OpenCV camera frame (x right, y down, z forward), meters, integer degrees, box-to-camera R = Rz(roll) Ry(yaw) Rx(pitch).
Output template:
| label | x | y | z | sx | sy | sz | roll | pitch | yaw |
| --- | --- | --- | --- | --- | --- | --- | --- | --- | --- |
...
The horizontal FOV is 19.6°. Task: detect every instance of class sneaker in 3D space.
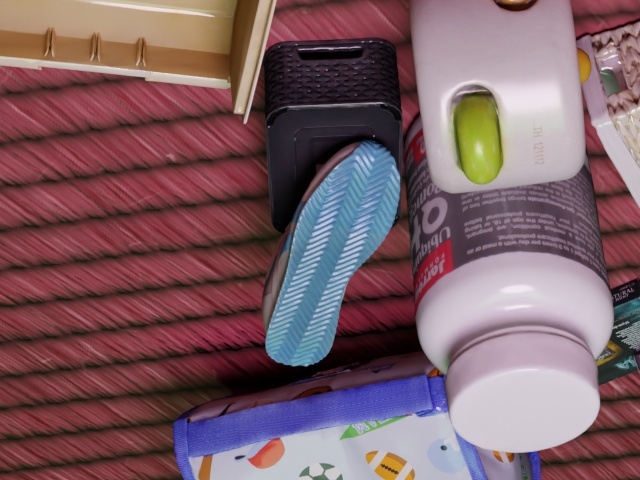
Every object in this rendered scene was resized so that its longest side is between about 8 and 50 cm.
| label | x | y | z | sx | sy | sz | roll | pitch | yaw |
| --- | --- | --- | --- | --- | --- | --- | --- | --- | --- |
| sneaker | 0.000 | 0.000 | 1.688 | 0.087 | 0.092 | 0.228 | 16 | 118 | -19 |

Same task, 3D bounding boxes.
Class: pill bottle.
| label | x | y | z | sx | sy | sz | roll | pitch | yaw |
| --- | --- | --- | --- | --- | --- | --- | --- | --- | --- |
| pill bottle | 0.170 | 0.025 | 1.671 | 0.176 | 0.318 | 0.176 | -1 | 140 | -1 |

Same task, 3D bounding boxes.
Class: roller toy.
| label | x | y | z | sx | sy | sz | roll | pitch | yaw |
| --- | --- | --- | --- | --- | --- | --- | --- | --- | --- |
| roller toy | 0.156 | -0.143 | 1.567 | 0.146 | 0.209 | 0.191 | -7 | 171 | 5 |

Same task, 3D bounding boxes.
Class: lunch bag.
| label | x | y | z | sx | sy | sz | roll | pitch | yaw |
| --- | --- | --- | --- | --- | --- | --- | --- | --- | --- |
| lunch bag | 0.054 | 0.256 | 2.022 | 0.328 | 0.239 | 0.385 | -13 | 147 | 16 |

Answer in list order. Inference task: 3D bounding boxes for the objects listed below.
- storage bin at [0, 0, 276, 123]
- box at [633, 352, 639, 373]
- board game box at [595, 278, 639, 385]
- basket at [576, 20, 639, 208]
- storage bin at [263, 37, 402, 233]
| label | x | y | z | sx | sy | sz | roll | pitch | yaw |
| --- | --- | --- | --- | --- | --- | --- | --- | --- | --- |
| storage bin | -0.173 | -0.222 | 1.500 | 0.262 | 0.123 | 0.260 | 5 | 140 | -10 |
| box | 0.455 | 0.112 | 1.994 | 0.207 | 0.036 | 0.114 | -33 | 134 | 19 |
| board game box | 0.295 | 0.115 | 2.023 | 0.186 | 0.026 | 0.126 | -24 | 137 | 24 |
| basket | 0.310 | -0.113 | 1.677 | 0.103 | 0.113 | 0.167 | -22 | 137 | 16 |
| storage bin | 0.012 | -0.092 | 1.703 | 0.122 | 0.084 | 0.180 | -3 | 140 | -1 |
